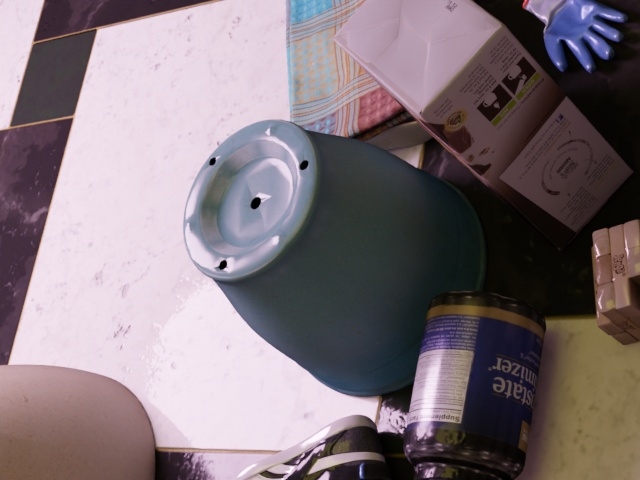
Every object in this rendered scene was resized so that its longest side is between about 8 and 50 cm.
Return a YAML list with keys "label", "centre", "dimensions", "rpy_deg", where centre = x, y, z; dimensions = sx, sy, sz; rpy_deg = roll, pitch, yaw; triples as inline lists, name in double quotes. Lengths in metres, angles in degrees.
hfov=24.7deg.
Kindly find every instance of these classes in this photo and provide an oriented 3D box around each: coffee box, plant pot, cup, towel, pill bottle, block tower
- label: "coffee box"
  centre: [0.170, -0.134, 1.481]
  dimensions: [0.119, 0.297, 0.168]
  rpy_deg: [-48, 45, 5]
- label: "plant pot"
  centre: [0.000, 0.000, 1.583]
  dimensions: [0.271, 0.255, 0.272]
  rpy_deg: [-19, 56, 31]
- label: "cup"
  centre: [-0.400, 0.285, 1.781]
  dimensions: [0.331, 0.237, 0.331]
  rpy_deg: [-18, 57, 31]
- label: "towel"
  centre: [0.066, -0.277, 1.791]
  dimensions: [0.271, 0.040, 0.370]
  rpy_deg: [-27, 44, 27]
- label: "pill bottle"
  centre: [0.150, 0.170, 1.460]
  dimensions: [0.123, 0.123, 0.219]
  rpy_deg: [-4, 66, 39]
- label: "block tower"
  centre: [0.410, 0.010, 1.350]
  dimensions: [0.335, 0.091, 0.097]
  rpy_deg: [-18, 58, 33]

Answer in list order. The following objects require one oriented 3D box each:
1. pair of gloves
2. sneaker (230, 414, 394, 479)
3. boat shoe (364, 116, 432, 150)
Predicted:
- label: "pair of gloves"
  centre: [0.319, -0.280, 1.627]
  dimensions: [0.198, 0.023, 0.159]
  rpy_deg: [-45, 47, 13]
- label: "sneaker"
  centre: [-0.019, 0.287, 1.569]
  dimensions: [0.217, 0.079, 0.121]
  rpy_deg: [-36, 48, 19]
- label: "boat shoe"
  centre: [0.083, -0.132, 1.730]
  dimensions: [0.137, 0.049, 0.043]
  rpy_deg: [-18, 55, 38]
